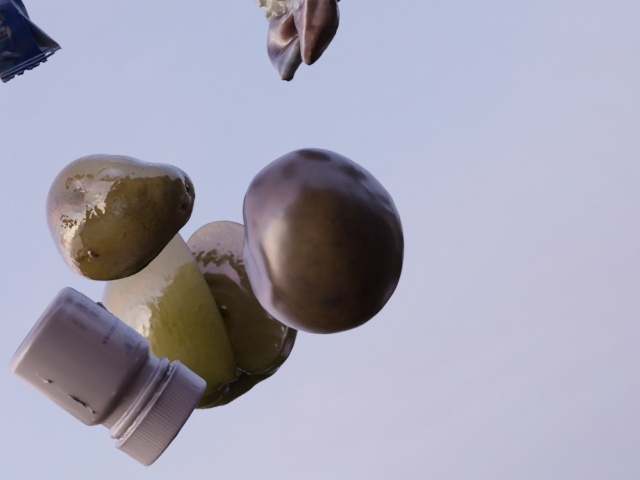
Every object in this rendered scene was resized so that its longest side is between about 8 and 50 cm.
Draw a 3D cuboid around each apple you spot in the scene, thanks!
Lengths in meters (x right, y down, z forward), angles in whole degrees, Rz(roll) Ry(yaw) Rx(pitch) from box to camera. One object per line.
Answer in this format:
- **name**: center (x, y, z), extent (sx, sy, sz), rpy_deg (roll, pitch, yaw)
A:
- **apple**: center (-0.175, 0.111, 2.423), extent (0.292, 0.254, 0.292), rpy_deg (-25, -20, -10)

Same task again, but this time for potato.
- **potato**: center (-0.240, -0.034, 1.976), extent (0.194, 0.157, 0.157), rpy_deg (-17, -10, 22)

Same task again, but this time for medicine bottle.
- **medicine bottle**: center (-0.205, 0.129, 1.558), extent (0.105, 0.168, 0.105), rpy_deg (-53, 7, 9)

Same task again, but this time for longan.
- **longan**: center (0.000, 0.000, 1.555), extent (0.167, 0.167, 0.187), rpy_deg (-36, -50, -6)

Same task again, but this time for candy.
- **candy**: center (-0.373, -0.258, 1.934), extent (0.088, 0.136, 0.038), rpy_deg (-28, -13, -28)

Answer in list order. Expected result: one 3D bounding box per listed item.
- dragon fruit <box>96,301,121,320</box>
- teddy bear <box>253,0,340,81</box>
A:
- **dragon fruit**: center (-0.286, 0.150, 2.109), extent (0.102, 0.096, 0.147), rpy_deg (-33, -17, 8)
- **teddy bear**: center (0.057, -0.395, 1.690), extent (0.375, 0.362, 0.327), rpy_deg (-24, 3, -27)
